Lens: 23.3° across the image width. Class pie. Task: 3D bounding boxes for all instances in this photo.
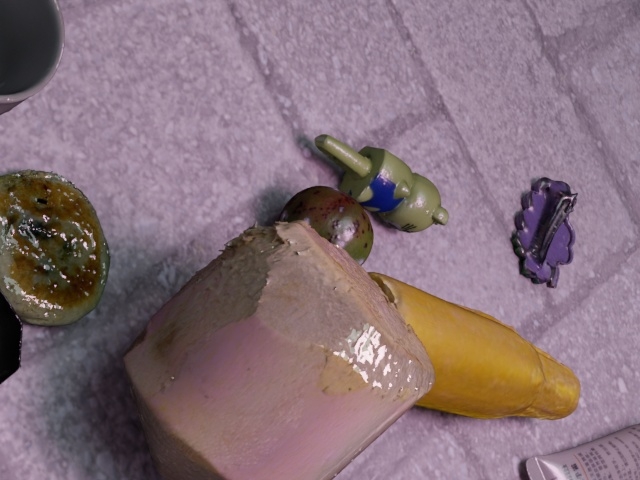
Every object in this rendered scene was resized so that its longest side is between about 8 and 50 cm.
[{"bbox_3d":[-0.308,0.006,1.714,0.187,0.041,0.186,19,60,-38],"label":"pie"}]

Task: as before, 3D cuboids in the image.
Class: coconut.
[{"bbox_3d":[-0.065,0.150,1.719,0.297,0.309,0.297,48,8,-9],"label":"coconut"}]

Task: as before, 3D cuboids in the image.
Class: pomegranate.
[{"bbox_3d":[0.003,-0.007,1.975,0.130,0.130,0.130,20,59,-38],"label":"pomegranate"}]

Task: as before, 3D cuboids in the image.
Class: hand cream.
[{"bbox_3d":[0.424,0.346,2.271,0.314,0.089,0.139,-13,81,-43],"label":"hand cream"}]

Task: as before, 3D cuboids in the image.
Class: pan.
[{"bbox_3d":[-0.393,0.068,1.595,0.128,0.048,0.202,-41,105,-48],"label":"pan"}]

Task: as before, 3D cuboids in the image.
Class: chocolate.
[{"bbox_3d":[0.180,0.165,2.078,0.445,0.162,0.162,21,59,-43],"label":"chocolate"}]

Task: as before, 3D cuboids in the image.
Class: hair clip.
[{"bbox_3d":[0.354,-0.012,2.385,0.124,0.052,0.195,39,54,-19],"label":"hair clip"}]

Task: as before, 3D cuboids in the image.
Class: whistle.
[{"bbox_3d":[0.082,-0.077,2.105,0.227,0.105,0.085,33,82,-30],"label":"whistle"}]

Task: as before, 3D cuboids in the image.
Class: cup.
[{"bbox_3d":[-0.411,-0.162,1.542,0.186,0.234,0.258,44,45,-22],"label":"cup"}]
